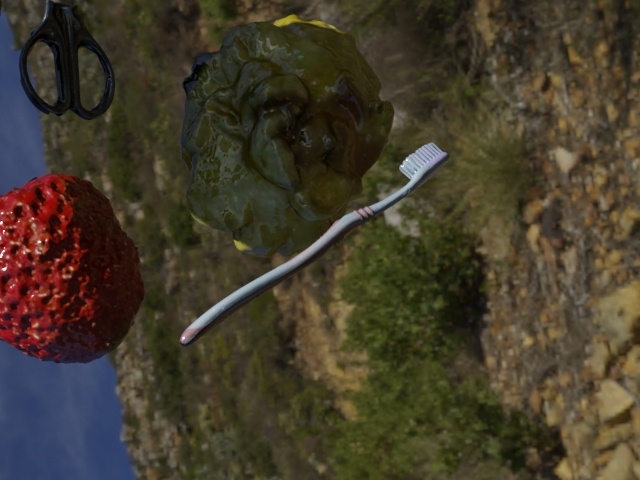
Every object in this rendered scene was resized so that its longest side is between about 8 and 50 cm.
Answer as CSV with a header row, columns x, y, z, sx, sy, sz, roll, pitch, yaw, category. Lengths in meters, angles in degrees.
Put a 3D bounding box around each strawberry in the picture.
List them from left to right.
x,y,z,sx,sy,sz,roll,pitch,yaw,category
-0.366,0.047,1.287,0.257,0.277,0.257,-48,-14,-17,strawberry

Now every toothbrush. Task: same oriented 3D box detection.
x,y,z,sx,sy,sz,roll,pitch,yaw,category
0.000,0.000,0.512,0.019,0.193,0.013,46,157,18,toothbrush

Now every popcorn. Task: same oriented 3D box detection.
x,y,z,sx,sy,sz,roll,pitch,yaw,category
-0.038,-0.120,1.056,0.215,0.252,0.287,31,-111,-47,popcorn

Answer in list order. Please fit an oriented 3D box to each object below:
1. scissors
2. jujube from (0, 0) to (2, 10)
x,y,z,sx,sy,sz,roll,pitch,yaw,category
-0.293,-0.276,1.038,0.109,0.022,0.300,3,-110,-39,scissors
-0.324,-0.171,0.668,0.112,0.176,0.109,-69,-18,-68,jujube
